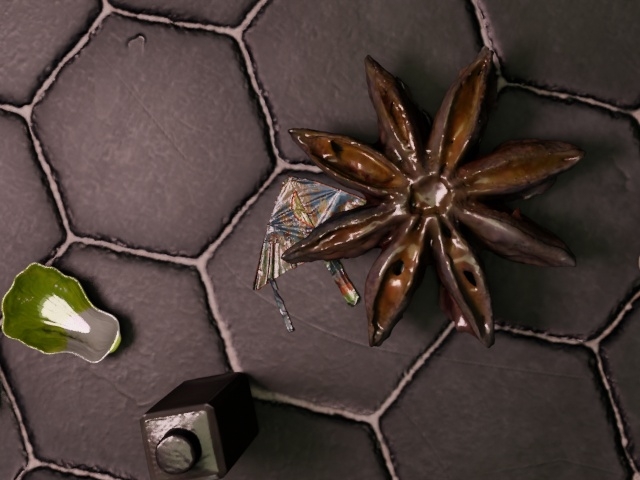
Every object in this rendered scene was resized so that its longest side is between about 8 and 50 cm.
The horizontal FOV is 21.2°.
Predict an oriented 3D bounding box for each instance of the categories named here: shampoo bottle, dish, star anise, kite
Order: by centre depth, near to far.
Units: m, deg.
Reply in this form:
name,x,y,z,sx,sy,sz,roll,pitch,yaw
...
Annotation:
name,x,y,z,sx,sy,sz,roll,pitch,yaw
shampoo bottle,-0.125,0.195,1.753,0.080,0.246,0.079,-11,94,8
star anise,0.115,-0.040,1.775,0.332,0.117,0.331,-1,87,9
kite,0.000,0.000,1.843,0.183,0.010,0.160,-28,91,8
dish,-0.279,0.084,1.869,0.137,0.039,0.091,27,92,4

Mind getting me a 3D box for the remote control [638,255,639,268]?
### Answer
name,x,y,z,sx,sy,sz,roll,pitch,yaw
remote control,0.390,0.049,1.788,0.074,0.032,0.122,-31,91,8
